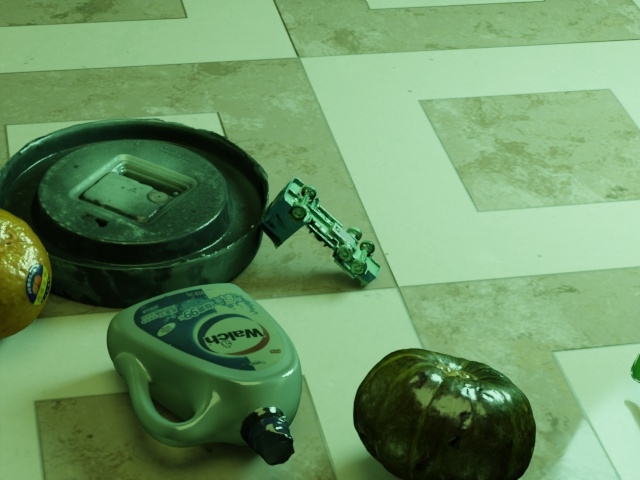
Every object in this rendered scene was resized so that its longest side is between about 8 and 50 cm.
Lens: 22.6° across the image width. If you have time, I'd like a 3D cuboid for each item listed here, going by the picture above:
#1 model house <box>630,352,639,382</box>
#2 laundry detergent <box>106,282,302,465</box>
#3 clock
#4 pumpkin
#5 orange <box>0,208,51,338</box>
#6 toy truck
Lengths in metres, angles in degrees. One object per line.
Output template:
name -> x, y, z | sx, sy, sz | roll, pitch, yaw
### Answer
model house -> 0.609, 0.155, 1.952 | 0.313, 0.242, 0.357 | 34, -12, -23
laundry detergent -> -0.124, 0.174, 1.911 | 0.215, 0.105, 0.280 | -12, 39, -22
clock -> -0.263, -0.044, 2.238 | 0.386, 0.076, 0.386 | 2, 35, -2
pumpkin -> 0.138, 0.218, 1.831 | 0.219, 0.162, 0.219 | 19, 12, -4
orange -> -0.428, 0.042, 2.021 | 0.177, 0.155, 0.177 | 14, 64, -31
toy truck -> 0.000, 0.000, 2.178 | 0.175, 0.081, 0.067 | 42, 34, -11
